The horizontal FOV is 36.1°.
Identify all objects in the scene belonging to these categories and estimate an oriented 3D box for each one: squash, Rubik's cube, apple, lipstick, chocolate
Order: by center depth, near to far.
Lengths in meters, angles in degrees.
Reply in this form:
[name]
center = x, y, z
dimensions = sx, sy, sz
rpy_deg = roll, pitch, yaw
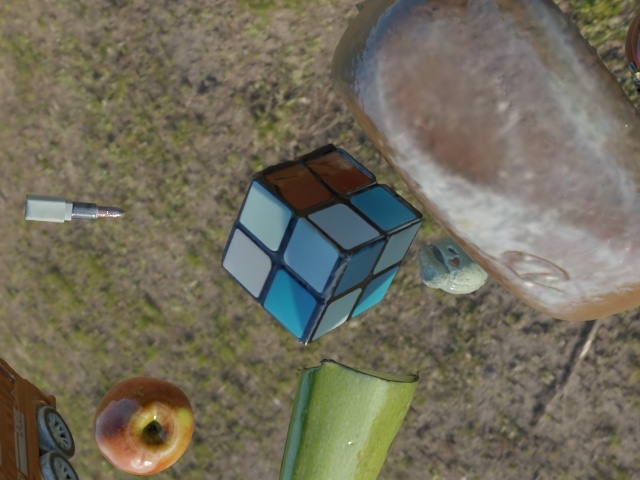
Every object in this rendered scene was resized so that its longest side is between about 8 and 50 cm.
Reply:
[chocolate]
center = 0.106, -0.046, 0.584
dimensions = 0.261, 0.083, 0.161
rpy_deg = 46, 145, -3
[lipstick]
center = -0.269, -0.034, 1.080
dimensions = 0.025, 0.107, 0.025
rpy_deg = -135, 51, -68
[squash]
center = 0.005, 0.254, 1.081
dimensions = 0.137, 0.137, 0.288
rpy_deg = 24, 104, 28
[Rubik's cube]
center = 0.000, 0.001, 1.315
dimensions = 0.180, 0.183, 0.167
rpy_deg = 40, 131, 20
[apple]
center = -0.287, 0.298, 1.595
dimensions = 0.163, 0.163, 0.139
rpy_deg = 60, 154, -9

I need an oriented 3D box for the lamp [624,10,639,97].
[lamp]
center = 0.579, -0.281, 1.514
dimensions = 0.226, 0.227, 0.227
rpy_deg = 23, 131, 29

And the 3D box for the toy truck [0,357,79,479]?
[toy truck]
center = -0.355, 0.274, 0.961
dimensions = 0.207, 0.173, 0.388
rpy_deg = 59, -179, -38

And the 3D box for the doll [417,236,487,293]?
[doll]
center = 0.224, 0.041, 1.633
dimensions = 0.103, 0.214, 0.072
rpy_deg = 46, 123, 25
